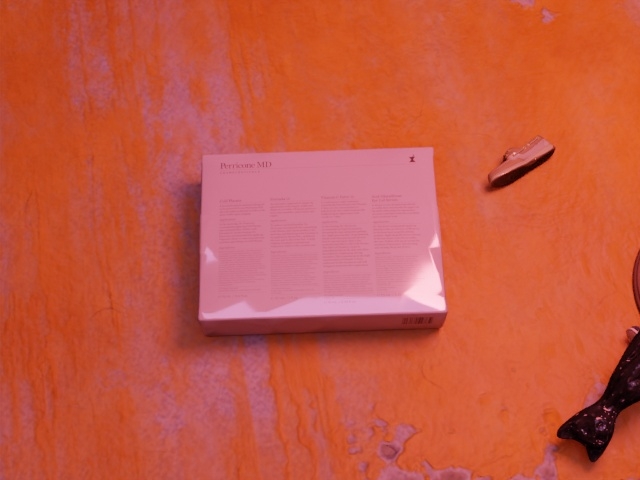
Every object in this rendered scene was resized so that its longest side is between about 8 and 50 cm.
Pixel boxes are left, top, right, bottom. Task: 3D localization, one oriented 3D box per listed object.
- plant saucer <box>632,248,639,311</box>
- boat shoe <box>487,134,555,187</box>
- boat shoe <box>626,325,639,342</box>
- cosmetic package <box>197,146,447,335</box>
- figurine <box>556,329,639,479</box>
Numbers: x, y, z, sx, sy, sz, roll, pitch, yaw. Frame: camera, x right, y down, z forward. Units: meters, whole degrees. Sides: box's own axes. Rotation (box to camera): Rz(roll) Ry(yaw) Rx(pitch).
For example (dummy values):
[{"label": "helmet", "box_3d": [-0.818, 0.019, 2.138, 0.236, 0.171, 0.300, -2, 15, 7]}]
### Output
[{"label": "plant saucer", "box_3d": [0.630, 0.062, 1.430, 0.278, 0.041, 0.278, -5, 64, 11]}, {"label": "boat shoe", "box_3d": [0.328, -0.133, 1.543, 0.135, 0.050, 0.045, -28, 65, -21]}, {"label": "boat shoe", "box_3d": [0.521, 0.174, 1.407, 0.038, 0.046, 0.125, -39, 74, -14]}, {"label": "cosmetic package", "box_3d": [0.000, 0.000, 1.465, 0.377, 0.097, 0.284, -2, 69, 0]}, {"label": "figurine", "box_3d": [0.485, 0.271, 1.332, 0.215, 0.092, 0.209, 42, 91, 7]}]
